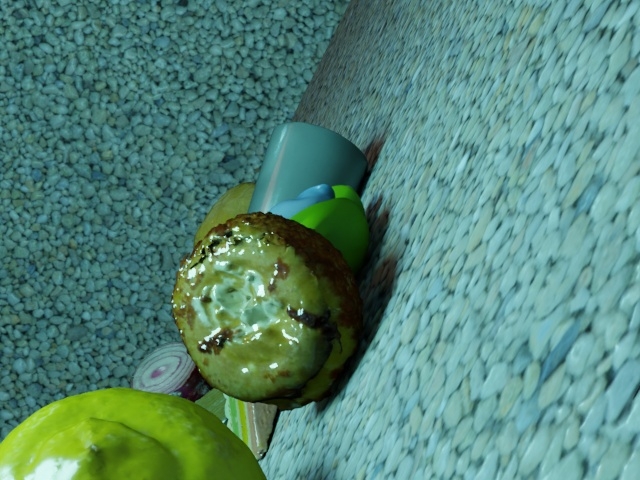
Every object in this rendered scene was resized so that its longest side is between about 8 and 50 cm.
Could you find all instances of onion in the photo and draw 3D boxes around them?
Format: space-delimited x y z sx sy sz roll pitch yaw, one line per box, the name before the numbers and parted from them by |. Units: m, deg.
onion | -0.235 0.268 2.289 0.218 0.140 0.195 -28 20 3

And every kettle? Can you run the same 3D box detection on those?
kettle | -0.040 -0.027 1.908 0.210 0.160 0.243 83 -153 -68

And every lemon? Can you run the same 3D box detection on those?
lemon | -0.203 0.320 1.276 0.348 0.348 0.348 -62 9 17

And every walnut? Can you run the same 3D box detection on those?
walnut | -0.136 0.001 2.300 0.193 0.193 0.225 -56 2 41

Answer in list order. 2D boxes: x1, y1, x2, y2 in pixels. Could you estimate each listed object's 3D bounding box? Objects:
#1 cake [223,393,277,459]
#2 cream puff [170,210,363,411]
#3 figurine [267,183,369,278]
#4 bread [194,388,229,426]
cake | -0.105 0.212 1.755 0.109 0.090 0.225 -48 24 50
cream puff | -0.056 0.081 1.460 0.240 0.240 0.164 -62 -22 16
figurine | 0.000 0.000 1.650 0.162 0.143 0.263 -58 -7 20
bread | -0.199 0.315 1.887 0.286 0.056 0.207 -38 16 -2
